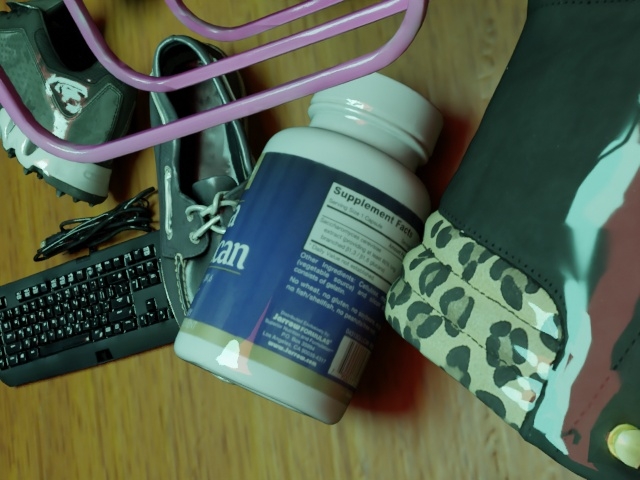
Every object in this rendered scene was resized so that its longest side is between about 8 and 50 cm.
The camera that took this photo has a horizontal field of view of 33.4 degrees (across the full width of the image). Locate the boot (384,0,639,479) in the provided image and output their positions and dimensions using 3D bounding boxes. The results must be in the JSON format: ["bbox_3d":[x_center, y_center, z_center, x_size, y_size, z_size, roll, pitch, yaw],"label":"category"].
[{"bbox_3d":[0.207,-0.016,0.411,0.377,0.138,0.284,32,100,34],"label":"boot"}]

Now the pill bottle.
[{"bbox_3d":[0.000,0.000,0.551,0.094,0.094,0.169,18,78,31],"label":"pill bottle"}]

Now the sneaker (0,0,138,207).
[{"bbox_3d":[-0.203,-0.122,0.712,0.234,0.078,0.106,35,98,27],"label":"sneaker"}]

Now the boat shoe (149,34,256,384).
[{"bbox_3d":[-0.066,-0.020,0.611,0.075,0.065,0.206,-11,77,8],"label":"boat shoe"}]

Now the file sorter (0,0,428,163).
[{"bbox_3d":[-0.026,-0.187,0.465,0.202,0.290,0.182,-12,116,30],"label":"file sorter"}]

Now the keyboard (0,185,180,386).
[{"bbox_3d":[-0.153,0.029,0.684,0.192,0.038,0.100,-18,75,27],"label":"keyboard"}]
